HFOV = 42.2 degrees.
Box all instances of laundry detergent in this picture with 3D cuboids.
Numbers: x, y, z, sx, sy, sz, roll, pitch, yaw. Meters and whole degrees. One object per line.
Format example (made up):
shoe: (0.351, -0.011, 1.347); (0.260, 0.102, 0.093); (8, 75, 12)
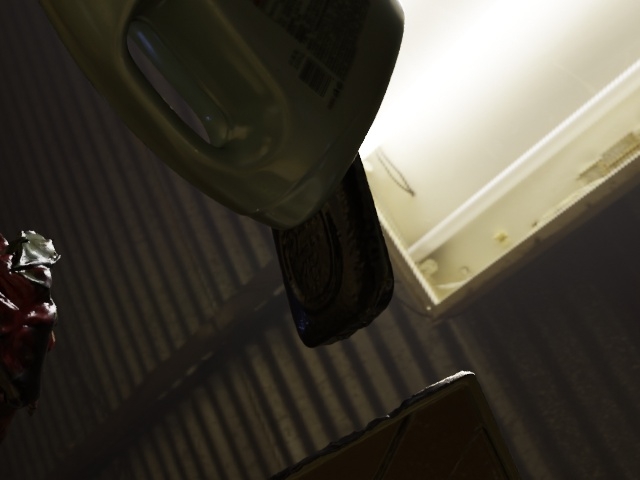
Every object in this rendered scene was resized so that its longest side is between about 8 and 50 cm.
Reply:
laundry detergent: (-0.116, -0.205, 0.627); (0.125, 0.398, 0.264); (-2, -120, 48)

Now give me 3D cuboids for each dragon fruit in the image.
dragon fruit: (-0.283, 0.077, 0.597); (0.188, 0.182, 0.182); (-53, -126, 35)

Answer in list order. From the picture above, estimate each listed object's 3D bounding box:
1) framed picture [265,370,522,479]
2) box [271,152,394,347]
framed picture: (0.033, 0.233, 0.581); (0.192, 0.265, 0.018); (66, -14, -9)
box: (0.000, 0.000, 0.842); (0.212, 0.042, 0.201); (-38, -114, 59)
